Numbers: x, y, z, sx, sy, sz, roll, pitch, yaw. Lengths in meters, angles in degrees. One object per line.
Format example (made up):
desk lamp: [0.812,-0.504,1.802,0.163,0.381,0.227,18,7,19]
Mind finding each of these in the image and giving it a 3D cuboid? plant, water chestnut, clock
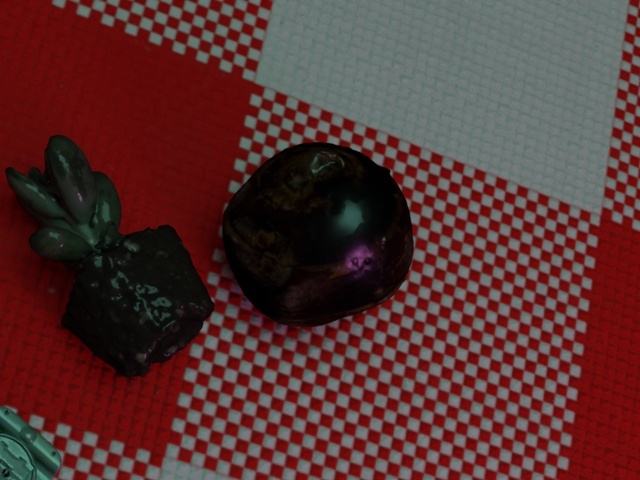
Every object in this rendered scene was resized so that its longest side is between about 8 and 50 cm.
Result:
plant: [-0.246,0.017,2.030,0.274,0.146,0.149,53,39,6]
water chestnut: [0.000,0.000,2.126,0.223,0.238,0.224,-10,55,14]
clock: [-0.347,0.251,1.938,0.101,0.041,0.135,40,58,-4]
